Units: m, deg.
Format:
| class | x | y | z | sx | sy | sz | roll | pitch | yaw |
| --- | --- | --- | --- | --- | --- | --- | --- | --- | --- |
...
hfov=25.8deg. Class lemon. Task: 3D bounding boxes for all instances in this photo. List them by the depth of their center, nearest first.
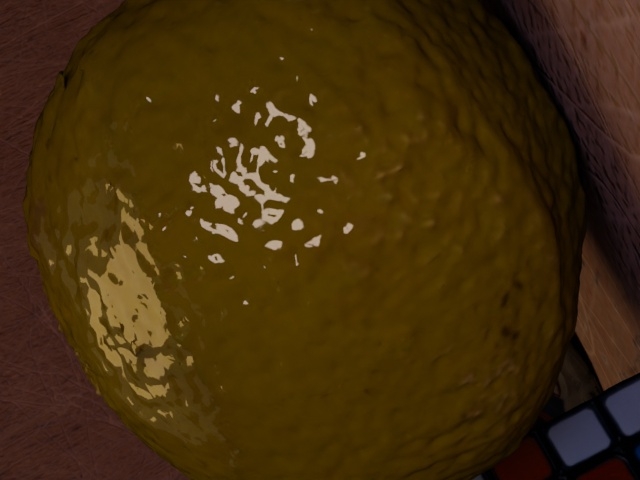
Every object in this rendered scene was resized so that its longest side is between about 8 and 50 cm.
| class | x | y | z | sx | sy | sz | roll | pitch | yaw |
| --- | --- | --- | --- | --- | --- | --- | --- | --- | --- |
| lemon | 0.000 | 0.000 | 0.687 | 0.321 | 0.268 | 0.268 | 57 | -176 | -22 |

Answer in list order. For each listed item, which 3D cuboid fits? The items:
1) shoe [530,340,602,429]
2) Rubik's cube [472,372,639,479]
| class | x | y | z | sx | sy | sz | roll | pitch | yaw |
| --- | --- | --- | --- | --- | --- | --- | --- | --- | --- |
| shoe | 0.185 | 0.157 | 1.218 | 0.227 | 0.126 | 0.099 | 62 | 179 | -41 |
| Rubik's cube | 0.161 | 0.214 | 0.771 | 0.182 | 0.184 | 0.187 | 65 | -178 | 37 |
